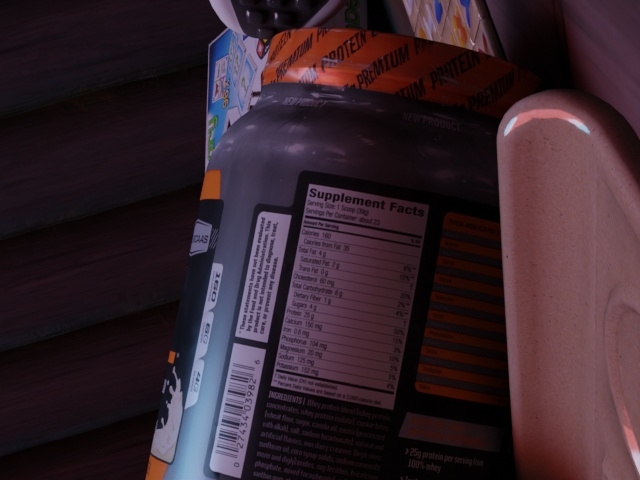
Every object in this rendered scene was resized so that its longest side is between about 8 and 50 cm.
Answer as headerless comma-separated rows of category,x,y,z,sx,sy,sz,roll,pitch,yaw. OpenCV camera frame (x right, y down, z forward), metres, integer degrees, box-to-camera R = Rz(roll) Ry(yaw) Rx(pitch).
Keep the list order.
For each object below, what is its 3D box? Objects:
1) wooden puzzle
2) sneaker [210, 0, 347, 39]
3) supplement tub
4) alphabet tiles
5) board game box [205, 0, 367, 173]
wooden puzzle,0.176,0.151,0.577,0.322,0.080,0.348,79,168,-48
sneaker,-0.003,-0.253,0.829,0.118,0.110,0.292,-88,7,-78
supplement tub,0.019,0.060,0.815,0.193,0.194,0.316,140,142,-84
alphabet tiles,0.082,-0.139,1.006,0.198,0.009,0.237,91,161,-75
board game box,-0.031,-0.061,1.270,0.193,0.053,0.305,-30,54,54
